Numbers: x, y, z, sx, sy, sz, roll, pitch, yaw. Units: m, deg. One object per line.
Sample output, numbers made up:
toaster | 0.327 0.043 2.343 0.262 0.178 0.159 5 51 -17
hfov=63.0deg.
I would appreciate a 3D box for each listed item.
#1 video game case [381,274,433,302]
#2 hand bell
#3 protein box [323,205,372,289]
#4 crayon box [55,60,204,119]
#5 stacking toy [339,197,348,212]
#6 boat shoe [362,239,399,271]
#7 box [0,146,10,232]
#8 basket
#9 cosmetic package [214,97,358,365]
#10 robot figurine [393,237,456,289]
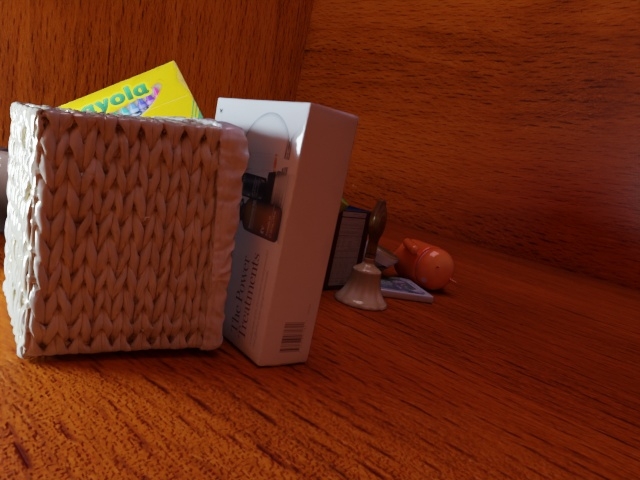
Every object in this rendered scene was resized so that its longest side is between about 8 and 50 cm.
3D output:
video game case | 0.180 0.121 1.393 0.190 0.022 0.173 9 9 -14
hand bell | 0.117 0.026 1.194 0.126 0.242 0.126 12 9 -2
protein box | 0.000 0.000 1.341 0.136 0.201 0.200 2 13 -45
crayon box | -0.411 -0.176 1.121 0.363 0.313 0.106 -26 -17 -10
stacking toy | -0.092 -0.135 1.132 0.279 0.130 0.309 46 9 12
boat shoe | 0.160 0.061 1.533 0.098 0.096 0.277 35 1 0
box | -0.638 -0.108 1.256 0.381 0.191 0.143 9 9 -17
basket | -0.307 -0.036 0.780 0.266 0.331 0.328 3 12 -35
cosmetic package | -0.099 -0.031 0.846 0.097 0.377 0.284 6 10 -36
robot figurine | 0.300 0.069 1.528 0.128 0.158 0.219 -12 19 -25
